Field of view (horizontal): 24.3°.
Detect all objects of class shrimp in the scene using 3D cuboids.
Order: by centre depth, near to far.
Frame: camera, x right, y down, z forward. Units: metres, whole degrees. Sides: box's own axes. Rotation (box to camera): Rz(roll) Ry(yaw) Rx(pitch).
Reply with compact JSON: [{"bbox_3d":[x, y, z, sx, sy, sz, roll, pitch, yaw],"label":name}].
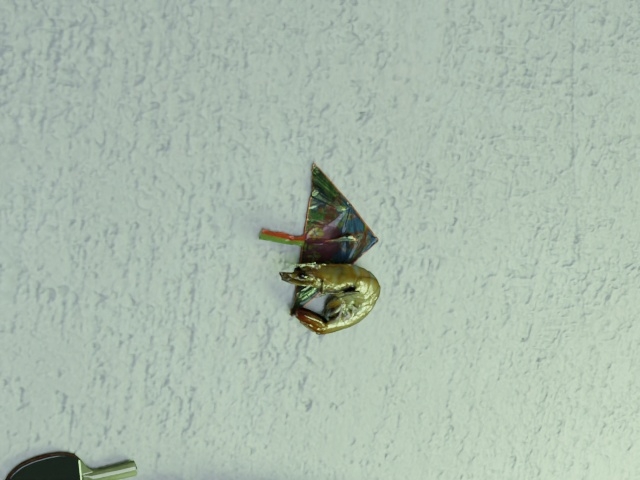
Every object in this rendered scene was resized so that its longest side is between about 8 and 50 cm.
[{"bbox_3d":[0.001,0.065,1.739,0.162,0.045,0.095,12,129,-42],"label":"shrimp"}]

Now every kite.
[{"bbox_3d":[0.000,0.000,1.730,0.159,0.010,0.190,-2,110,-27],"label":"kite"}]

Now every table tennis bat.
[{"bbox_3d":[-0.284,0.277,1.691,0.156,0.013,0.087,-10,113,-23],"label":"table tennis bat"}]
